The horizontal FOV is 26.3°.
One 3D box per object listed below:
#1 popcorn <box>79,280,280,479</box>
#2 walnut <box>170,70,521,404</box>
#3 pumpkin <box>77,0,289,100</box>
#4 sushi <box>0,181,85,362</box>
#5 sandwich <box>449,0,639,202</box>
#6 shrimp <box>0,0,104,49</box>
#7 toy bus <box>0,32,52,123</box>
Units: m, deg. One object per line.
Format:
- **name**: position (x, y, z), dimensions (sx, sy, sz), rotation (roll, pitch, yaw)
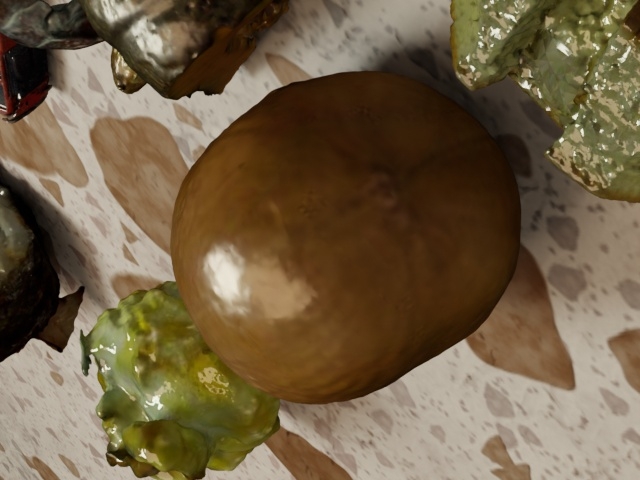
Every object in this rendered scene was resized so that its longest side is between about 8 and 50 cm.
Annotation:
- **popcorn**: position (-0.126, 0.134, 1.201), dimensions (0.197, 0.212, 0.198), rotation (7, 133, 8)
- **walnut**: position (0.000, 0.000, 0.832), dimensions (0.203, 0.203, 0.298), rotation (53, 156, -6)
- **pumpkin**: position (-0.099, -0.155, 0.855), dimensions (0.131, 0.126, 0.248), rotation (52, 154, 1)
- **sushi**: position (-0.403, 0.005, 1.483), dimensions (0.343, 0.196, 0.182), rotation (42, 171, 26)
- **sandwich**: position (0.130, -0.094, 0.627), dimensions (0.244, 0.088, 0.090), rotation (44, 149, 11)
- **shrimp**: position (-0.282, -0.290, 0.917), dimensions (0.221, 0.166, 0.411), rotation (8, 132, 57)
- **toy bus**: position (-0.280, -0.196, 1.141), dimensions (0.096, 0.073, 0.235), rotation (32, 148, 18)
